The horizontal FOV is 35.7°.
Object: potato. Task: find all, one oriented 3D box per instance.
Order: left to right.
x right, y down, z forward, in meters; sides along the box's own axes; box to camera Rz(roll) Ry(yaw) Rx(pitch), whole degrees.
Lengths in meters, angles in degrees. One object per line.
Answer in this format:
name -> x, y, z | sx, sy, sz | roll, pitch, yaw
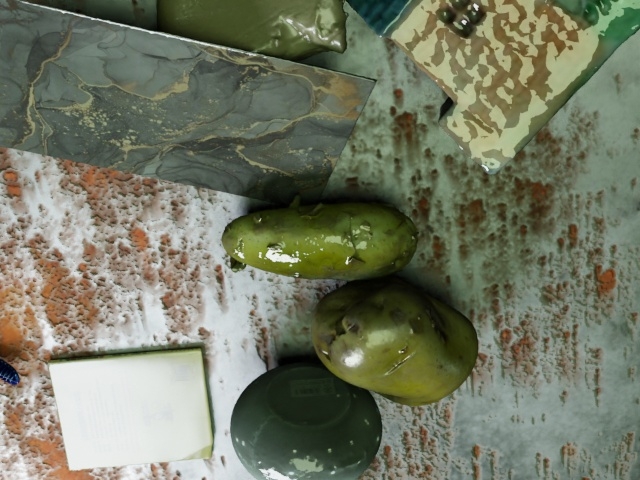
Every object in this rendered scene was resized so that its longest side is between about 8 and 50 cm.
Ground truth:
potato -> 0.000, 0.000, 1.131 | 0.225, 0.090, 0.117 | 0, 155, 0
potato -> 0.087, 0.119, 1.165 | 0.200, 0.154, 0.137 | 25, 95, -37

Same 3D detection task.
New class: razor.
razor -> -0.432, 0.131, 1.201 | 0.154, 0.028, 0.044 | 30, 110, -16

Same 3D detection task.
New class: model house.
model house -> 0.147, -0.282, 0.987 | 0.325, 0.194, 0.267 | 40, 110, -6

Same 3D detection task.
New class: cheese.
cheese -> -0.075, -0.242, 0.993 | 0.202, 0.091, 0.175 | -18, 90, 15

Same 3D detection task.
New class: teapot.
teapot -> -0.022, 0.281, 1.238 | 0.183, 0.183, 0.251 | 1, 128, -5

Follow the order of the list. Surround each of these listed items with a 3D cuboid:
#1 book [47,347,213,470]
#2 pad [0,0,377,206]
book -> -0.237, 0.216, 1.265 | 0.192, 0.013, 0.168 | -4, 116, -2
pad -> -0.152, -0.130, 1.035 | 0.367, 0.007, 0.247 | 11, 148, -10
